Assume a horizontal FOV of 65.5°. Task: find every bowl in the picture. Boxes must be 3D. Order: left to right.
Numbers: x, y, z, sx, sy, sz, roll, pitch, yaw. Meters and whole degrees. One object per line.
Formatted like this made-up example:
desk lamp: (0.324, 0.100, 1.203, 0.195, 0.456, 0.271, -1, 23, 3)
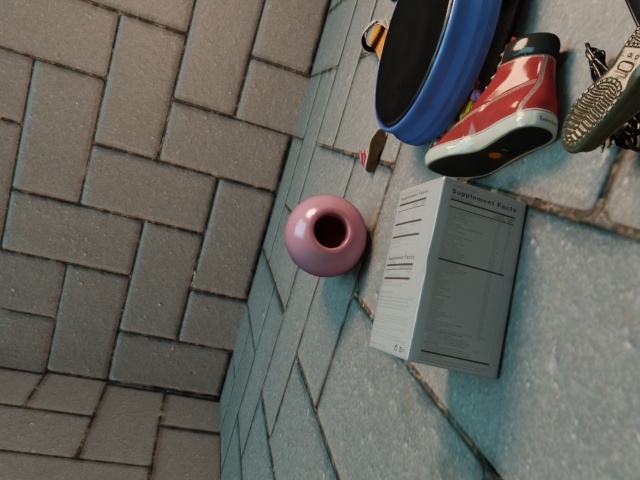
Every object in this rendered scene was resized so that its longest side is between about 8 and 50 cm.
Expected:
bowl: (0.201, -0.379, 0.939, 0.391, 0.077, 0.391, -169, 90, -78)

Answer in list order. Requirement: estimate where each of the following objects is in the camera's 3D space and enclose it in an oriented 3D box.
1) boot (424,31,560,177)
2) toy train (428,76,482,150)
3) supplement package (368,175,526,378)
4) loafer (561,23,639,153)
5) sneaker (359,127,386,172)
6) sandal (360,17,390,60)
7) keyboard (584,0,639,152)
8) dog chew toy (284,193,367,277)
boot: (0.257, -0.202, 0.759, 0.244, 0.088, 0.176, -22, 55, 62)
toy train: (0.251, -0.220, 0.874, 0.125, 0.046, 0.166, -96, 25, -67)
supplement package: (0.177, 0.052, 0.707, 0.134, 0.139, 0.244, 168, 116, -73)
loafer: (0.297, -0.143, 0.479, 0.148, 0.050, 0.056, -58, 22, 31)
sneaker: (0.136, -0.245, 1.319, 0.067, 0.042, 0.118, -117, 41, -63)
sandal: (0.164, -0.603, 1.477, 0.265, 0.076, 0.102, -97, 25, -53)
keyboard: (0.356, -0.211, 0.502, 0.201, 0.033, 0.317, -46, 32, 51)
dog chew toy: (0.000, 0.000, 1.314, 0.332, 0.206, 0.207, 139, 143, -78)
